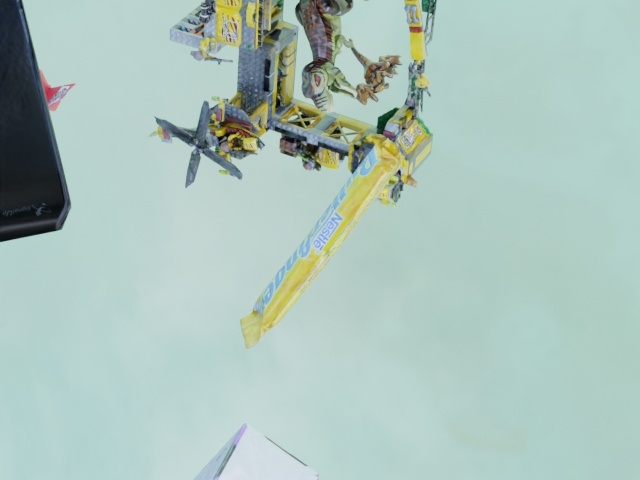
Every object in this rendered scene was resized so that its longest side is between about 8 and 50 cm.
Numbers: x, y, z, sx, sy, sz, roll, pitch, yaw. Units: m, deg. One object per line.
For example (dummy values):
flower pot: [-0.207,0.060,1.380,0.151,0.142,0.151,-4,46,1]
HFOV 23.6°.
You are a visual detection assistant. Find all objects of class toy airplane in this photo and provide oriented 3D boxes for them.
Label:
toy airplane: [-0.315,-0.117,1.586,0.028,0.151,0.151,36,91,27]

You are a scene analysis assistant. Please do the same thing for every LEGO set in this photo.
LEGO set: [-0.019,-0.160,1.377,0.255,0.192,0.331,26,132,14]

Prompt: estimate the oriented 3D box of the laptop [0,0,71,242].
laptop: [-0.242,-0.124,0.697,0.234,0.264,0.136,-11,139,3]

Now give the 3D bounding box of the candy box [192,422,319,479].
candy box: [-0.101,0.247,1.065,0.070,0.165,0.196,37,127,-5]

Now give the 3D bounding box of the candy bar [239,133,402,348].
candy bar: [0.000,0.000,0.967,0.018,0.040,0.161,32,104,-19]
